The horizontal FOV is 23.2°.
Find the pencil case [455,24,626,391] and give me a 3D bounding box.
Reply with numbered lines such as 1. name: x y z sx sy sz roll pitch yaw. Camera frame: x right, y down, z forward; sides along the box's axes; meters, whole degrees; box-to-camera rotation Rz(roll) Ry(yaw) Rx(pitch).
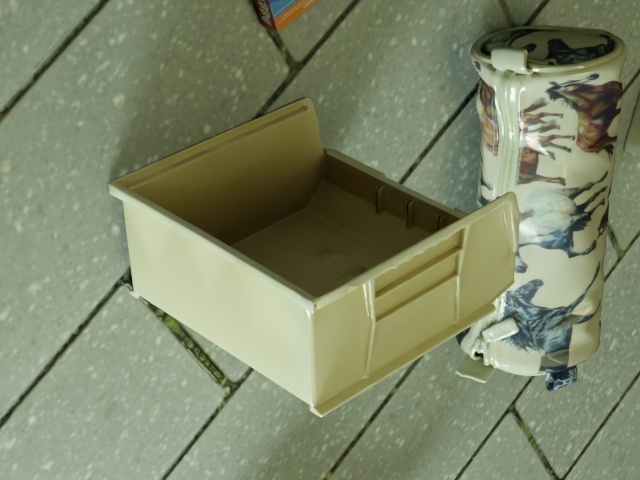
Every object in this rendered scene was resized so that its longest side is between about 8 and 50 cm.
1. pencil case: 0.235 -0.042 1.692 0.183 0.159 0.410 -39 137 -47

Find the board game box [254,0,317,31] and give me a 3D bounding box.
1. board game box: 0.033 -0.326 1.418 0.281 0.027 0.145 -41 135 -25

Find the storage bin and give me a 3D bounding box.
1. storage bin: 0.000 0.000 1.379 0.260 0.262 0.123 -28 130 -35

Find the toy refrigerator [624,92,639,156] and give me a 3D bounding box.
1. toy refrigerator: 0.510 -0.148 1.983 0.269 0.094 0.102 -3 113 -46
